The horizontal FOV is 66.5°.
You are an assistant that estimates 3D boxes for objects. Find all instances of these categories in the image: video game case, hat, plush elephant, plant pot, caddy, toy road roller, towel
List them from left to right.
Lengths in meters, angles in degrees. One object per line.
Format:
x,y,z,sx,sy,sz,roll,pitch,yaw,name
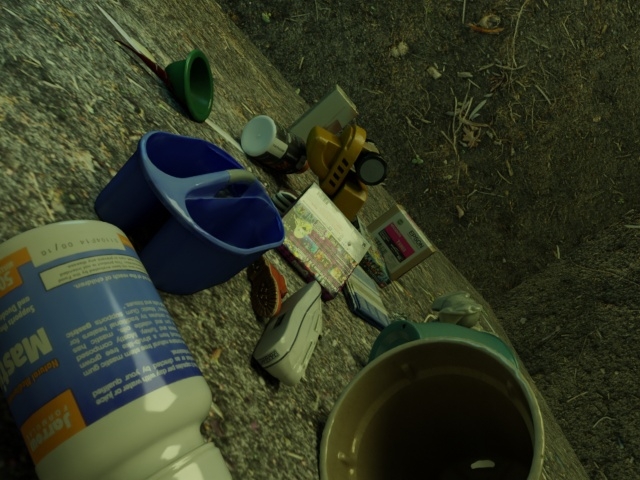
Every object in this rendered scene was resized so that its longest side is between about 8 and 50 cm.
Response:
-0.401,-0.420,1.285,0.173,0.184,0.208,-66,158,-64,hat
-0.188,-0.058,0.810,0.241,0.179,0.341,54,17,6,caddy
0.000,0.000,1.225,0.232,0.042,0.210,47,51,-12,video game case
0.037,-0.206,1.511,0.241,0.329,0.202,27,23,-15,toy road roller
0.114,0.133,1.437,0.209,0.034,0.285,38,23,-42,towel
0.255,0.303,1.097,0.255,0.271,0.271,24,28,-26,plant pot
0.408,0.281,1.492,0.330,0.255,0.272,50,17,-2,plush elephant
0.216,0.380,0.776,0.305,0.334,0.333,55,13,-32,plant pot

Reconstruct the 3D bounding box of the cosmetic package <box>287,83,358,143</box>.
-0.007,-0.447,1.879,0.129,0.296,0.153,46,19,-18,cosmetic package

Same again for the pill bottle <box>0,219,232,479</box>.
-0.196,0.128,0.446,0.272,0.152,0.152,56,18,16,pill bottle

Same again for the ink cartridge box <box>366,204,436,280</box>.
0.295,0.007,1.883,0.234,0.193,0.088,54,17,12,ink cartridge box

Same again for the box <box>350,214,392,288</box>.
0.159,0.033,1.617,0.159,0.044,0.233,51,16,-25,box

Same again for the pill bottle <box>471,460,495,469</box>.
0.434,0.527,1.285,0.117,0.117,0.215,55,17,14,pill bottle

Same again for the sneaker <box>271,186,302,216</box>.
-0.020,-0.057,1.370,0.281,0.106,0.162,44,15,-20,sneaker

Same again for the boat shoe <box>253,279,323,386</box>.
-0.036,0.162,0.888,0.088,0.096,0.267,52,18,-9,boat shoe

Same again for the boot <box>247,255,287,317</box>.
-0.090,0.100,0.944,0.084,0.059,0.157,45,16,-35,boot

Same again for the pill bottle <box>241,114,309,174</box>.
-0.124,-0.284,1.522,0.246,0.130,0.130,20,34,-58,pill bottle

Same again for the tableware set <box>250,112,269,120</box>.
-0.189,-0.406,1.765,0.128,0.039,0.194,45,18,-18,tableware set
